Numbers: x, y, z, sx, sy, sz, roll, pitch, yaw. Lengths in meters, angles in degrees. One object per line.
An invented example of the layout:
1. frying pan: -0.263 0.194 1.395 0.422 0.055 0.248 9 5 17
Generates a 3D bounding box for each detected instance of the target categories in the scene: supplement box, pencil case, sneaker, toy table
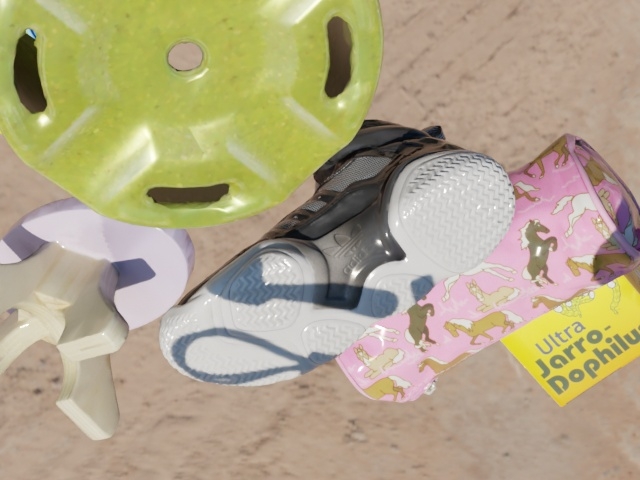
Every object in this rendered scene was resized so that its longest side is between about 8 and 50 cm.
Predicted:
1. supplement box: 0.363 0.047 1.600 0.195 0.194 0.356 47 20 -12
2. pencil case: 0.187 0.039 1.227 0.167 0.386 0.160 31 34 -39
3. sneaker: 0.000 0.000 0.783 0.268 0.153 0.101 -28 121 -2
4. toy table: -0.276 0.073 1.130 0.252 0.274 0.161 43 41 -20

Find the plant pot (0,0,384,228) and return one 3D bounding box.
1. plant pot: -0.080 -0.148 0.566 0.276 0.276 0.254 8 33 -20

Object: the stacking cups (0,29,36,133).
1. stacking cups: -0.189 -0.190 0.882 0.096 0.316 0.096 21 56 -36
